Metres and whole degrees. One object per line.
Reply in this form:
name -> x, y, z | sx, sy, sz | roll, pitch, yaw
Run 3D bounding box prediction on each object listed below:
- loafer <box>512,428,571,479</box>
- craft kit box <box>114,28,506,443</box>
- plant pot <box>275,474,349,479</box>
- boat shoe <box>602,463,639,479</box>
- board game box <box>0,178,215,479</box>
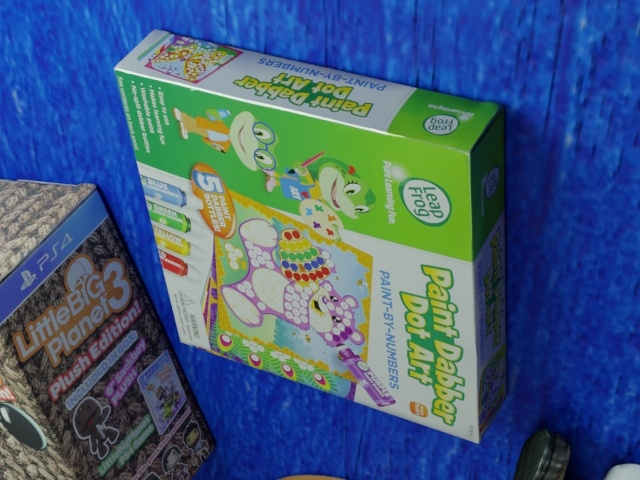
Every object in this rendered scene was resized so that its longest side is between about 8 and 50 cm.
loafer -> 0.161, 0.188, 0.889 | 0.061, 0.062, 0.170 | 16, 145, 11
craft kit box -> 0.000, 0.000, 0.830 | 0.247, 0.061, 0.249 | 13, 135, 24
plant pot -> 0.014, 0.370, 1.056 | 0.291, 0.203, 0.290 | 20, 137, 20
boat shoe -> 0.238, 0.268, 0.879 | 0.095, 0.084, 0.258 | 2, 129, 36
board game box -> -0.258, 0.101, 1.051 | 0.232, 0.141, 0.291 | 6, 131, 33
